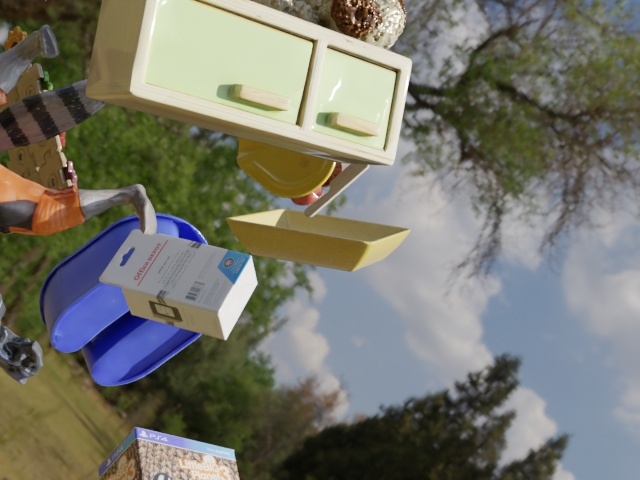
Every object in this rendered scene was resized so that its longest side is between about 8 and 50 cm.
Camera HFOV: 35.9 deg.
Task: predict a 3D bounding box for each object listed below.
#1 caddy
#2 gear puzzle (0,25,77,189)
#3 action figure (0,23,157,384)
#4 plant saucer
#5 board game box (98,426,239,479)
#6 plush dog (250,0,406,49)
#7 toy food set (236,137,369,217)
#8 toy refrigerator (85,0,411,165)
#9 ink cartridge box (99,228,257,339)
[{"bbox_3d":[-0.353,0.100,1.819,0.241,0.341,0.179,51,6,-35],"label":"caddy"},{"bbox_3d":[-0.481,-0.198,1.664,0.175,0.044,0.339,-29,-106,44],"label":"gear puzzle"},{"bbox_3d":[-0.317,-0.026,0.906,0.341,0.330,0.178,61,18,-45],"label":"action figure"},{"bbox_3d":[0.000,0.000,2.201,0.333,0.081,0.333,10,9,19],"label":"plant saucer"},{"bbox_3d":[-0.266,0.523,1.831,0.232,0.141,0.291,22,34,-35],"label":"board game box"},{"bbox_3d":[0.025,-0.331,1.577,0.225,0.262,0.210,-12,-78,26],"label":"plush dog"},{"bbox_3d":[-0.031,-0.113,1.469,0.218,0.128,0.071,41,-3,29],"label":"toy food set"},{"bbox_3d":[-0.052,-0.141,0.851,0.270,0.102,0.094,12,-2,-37],"label":"toy refrigerator"},{"bbox_3d":[-0.188,0.055,1.312,0.180,0.104,0.060,13,-39,19],"label":"ink cartridge box"}]
